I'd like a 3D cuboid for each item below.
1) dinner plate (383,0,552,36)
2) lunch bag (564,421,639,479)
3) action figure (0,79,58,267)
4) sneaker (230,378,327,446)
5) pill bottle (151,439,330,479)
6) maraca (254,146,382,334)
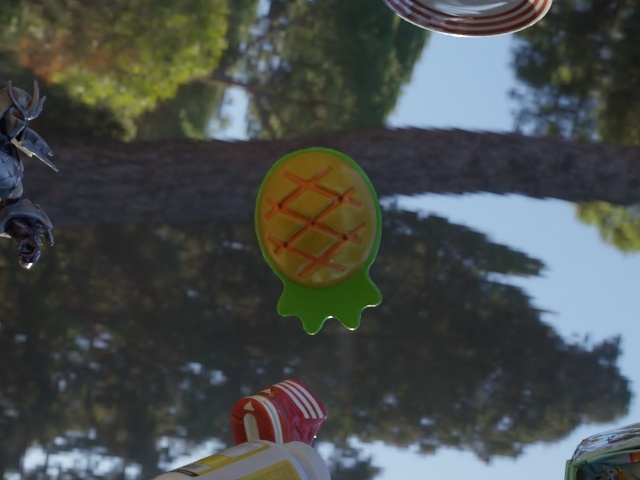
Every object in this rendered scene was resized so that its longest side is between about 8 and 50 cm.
[{"bbox_3d":[0.116,-0.205,1.156,0.141,0.141,0.017,-30,-134,60],"label":"dinner plate"},{"bbox_3d":[0.374,0.260,1.444,0.223,0.262,0.160,2,109,-78],"label":"lunch bag"},{"bbox_3d":[-0.300,-0.006,1.143,0.099,0.185,0.285,34,-88,39],"label":"action figure"},{"bbox_3d":[-0.031,0.266,1.678,0.087,0.128,0.221,14,-64,35],"label":"sneaker"},{"bbox_3d":[-0.073,0.240,1.308,0.103,0.184,0.103,6,-79,36],"label":"pill bottle"},{"bbox_3d":[0.000,0.000,1.437,0.099,0.127,0.185,-26,109,-79],"label":"maraca"}]
